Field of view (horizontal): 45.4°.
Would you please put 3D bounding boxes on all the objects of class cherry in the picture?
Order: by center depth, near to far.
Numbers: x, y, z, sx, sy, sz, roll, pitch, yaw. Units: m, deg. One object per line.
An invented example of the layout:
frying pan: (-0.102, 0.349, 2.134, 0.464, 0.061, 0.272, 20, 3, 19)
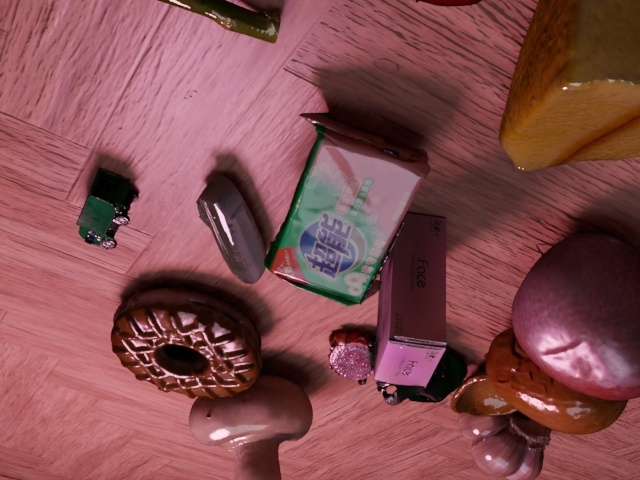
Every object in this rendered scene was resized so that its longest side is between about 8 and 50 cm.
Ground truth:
cherry: (0.440, 0.129, 1.230, 0.221, 0.307, 0.261, -29, 154, -28)

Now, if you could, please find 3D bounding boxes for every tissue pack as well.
tissue pack: (0.146, 0.093, 1.235, 0.092, 0.246, 0.148, 8, 145, -1)

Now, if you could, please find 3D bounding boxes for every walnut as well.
walnut: (0.430, 0.249, 1.439, 0.298, 0.203, 0.203, 8, 153, 43)

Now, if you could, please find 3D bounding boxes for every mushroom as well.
mushroom: (-0.156, 0.461, 1.767, 0.292, 0.290, 0.292, -5, 159, -2)

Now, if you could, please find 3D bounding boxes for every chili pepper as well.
chili pepper: (0.204, 0.275, 1.588, 0.148, 0.116, 0.264, -31, 134, 22)

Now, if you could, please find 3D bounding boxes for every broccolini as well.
broccolini: (-0.217, -0.332, 0.877, 0.392, 0.079, 0.074, 16, 134, -24)

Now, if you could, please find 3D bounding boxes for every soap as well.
soap: (0.032, -0.045, 1.131, 0.218, 0.098, 0.273, 22, 125, -3)

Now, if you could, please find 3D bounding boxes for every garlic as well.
garlic: (0.427, 0.484, 1.822, 0.214, 0.160, 0.191, 15, 140, -16)

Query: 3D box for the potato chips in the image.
potato chips: (0.381, 0.326, 1.688, 0.195, 0.062, 0.208, -6, 142, 9)

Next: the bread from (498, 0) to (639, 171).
bread: (0.349, -0.222, 0.920, 0.233, 0.245, 0.362, 8, 175, -3)

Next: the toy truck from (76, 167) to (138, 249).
toy truck: (-0.361, -0.046, 1.290, 0.079, 0.065, 0.147, 22, 143, -16)

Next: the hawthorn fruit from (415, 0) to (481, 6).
hawthorn fruit: (0.102, -0.307, 0.664, 0.224, 0.261, 0.224, 0, 141, 0)

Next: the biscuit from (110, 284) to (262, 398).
biscuit: (-0.277, 0.218, 1.595, 0.332, 0.103, 0.332, 6, 137, 6)

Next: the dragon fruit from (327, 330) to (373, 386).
dragon fruit: (0.073, 0.235, 1.617, 0.126, 0.068, 0.112, 36, 121, -16)

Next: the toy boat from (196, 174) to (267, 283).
toy boat: (-0.148, -0.008, 1.300, 0.085, 0.078, 0.260, 19, 150, 26)
